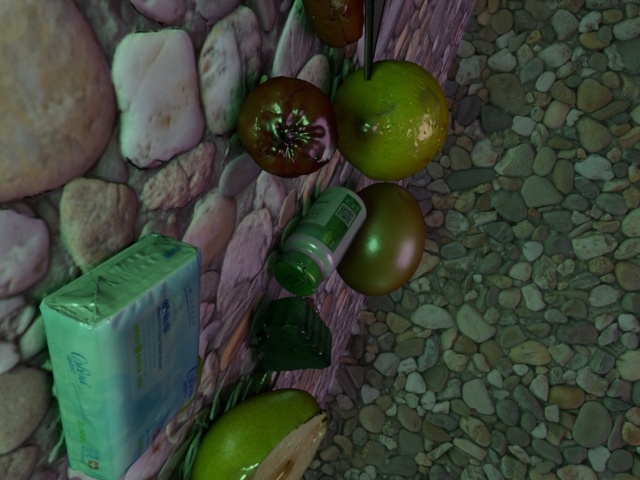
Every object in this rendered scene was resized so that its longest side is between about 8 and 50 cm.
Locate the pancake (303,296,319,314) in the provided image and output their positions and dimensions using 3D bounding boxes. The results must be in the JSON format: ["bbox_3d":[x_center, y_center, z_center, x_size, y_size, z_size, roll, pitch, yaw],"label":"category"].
[{"bbox_3d":[-0.071,0.271,1.326,0.223,0.042,0.236,-64,162,1],"label":"pancake"}]

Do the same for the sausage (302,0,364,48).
[{"bbox_3d":[0.006,-0.380,0.603,0.330,0.102,0.102,44,68,-75],"label":"sausage"}]

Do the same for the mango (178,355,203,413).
[{"bbox_3d":[-0.226,0.232,0.719,0.108,0.056,0.073,-70,175,-47],"label":"mango"}]

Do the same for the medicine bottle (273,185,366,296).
[{"bbox_3d":[0.000,0.000,1.028,0.133,0.133,0.274,95,21,-47],"label":"medicine bottle"}]

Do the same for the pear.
[{"bbox_3d":[-0.165,0.499,1.000,0.386,0.191,0.340,-45,148,-24],"label":"pear"}]

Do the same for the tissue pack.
[{"bbox_3d":[-0.224,0.143,0.538,0.177,0.089,0.263,-48,156,-57],"label":"tissue pack"}]

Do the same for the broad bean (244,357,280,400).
[{"bbox_3d":[-0.161,0.402,1.154,0.077,0.061,0.339,85,29,-82],"label":"broad bean"}]

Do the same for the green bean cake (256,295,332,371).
[{"bbox_3d":[-0.087,0.223,1.043,0.208,0.193,0.107,58,32,-43],"label":"green bean cake"}]

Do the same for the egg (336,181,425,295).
[{"bbox_3d":[0.177,-0.005,1.344,0.282,0.282,0.351,18,90,-75],"label":"egg"}]

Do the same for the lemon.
[{"bbox_3d":[0.146,-0.255,0.948,0.310,0.257,0.258,-37,146,-66],"label":"lemon"}]

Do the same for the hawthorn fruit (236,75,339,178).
[{"bbox_3d":[-0.049,-0.172,0.660,0.172,0.148,0.148,-101,-156,-65],"label":"hawthorn fruit"}]

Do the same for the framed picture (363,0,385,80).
[{"bbox_3d":[0.111,-0.509,0.791,0.265,0.016,0.347,79,22,-63],"label":"framed picture"}]
